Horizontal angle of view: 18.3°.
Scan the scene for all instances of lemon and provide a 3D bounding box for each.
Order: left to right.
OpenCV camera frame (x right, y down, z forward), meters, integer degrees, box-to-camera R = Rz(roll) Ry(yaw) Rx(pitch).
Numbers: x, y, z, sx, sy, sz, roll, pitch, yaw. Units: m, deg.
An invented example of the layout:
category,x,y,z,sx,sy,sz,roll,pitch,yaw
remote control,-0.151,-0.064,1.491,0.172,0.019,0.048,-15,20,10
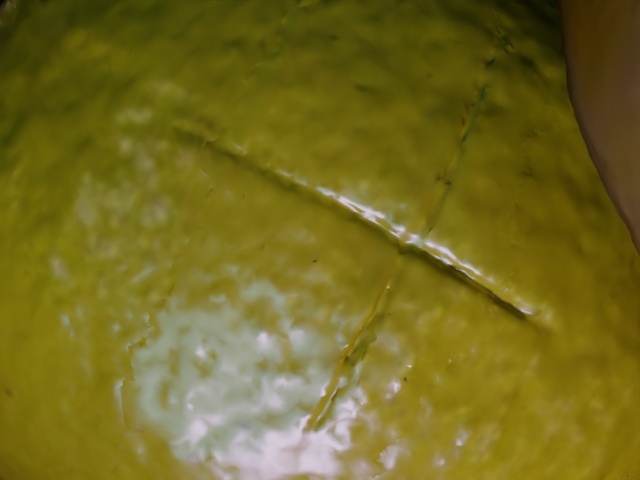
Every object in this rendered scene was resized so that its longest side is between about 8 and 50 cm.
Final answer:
category,x,y,z,sx,sy,sz,roll,pitch,yaw
lemon,0.000,0.000,0.707,0.297,0.297,0.297,10,131,12

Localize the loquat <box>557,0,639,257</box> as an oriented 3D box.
category,x,y,z,sx,sy,sz,roll,pitch,yaw
loquat,0.217,-0.070,0.459,0.328,0.328,0.328,10,131,12
